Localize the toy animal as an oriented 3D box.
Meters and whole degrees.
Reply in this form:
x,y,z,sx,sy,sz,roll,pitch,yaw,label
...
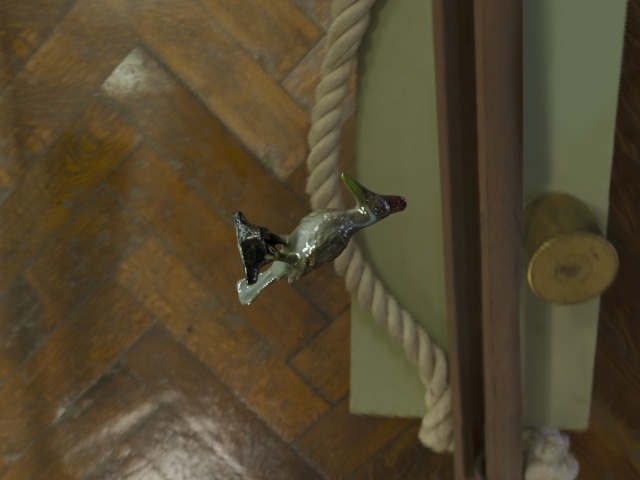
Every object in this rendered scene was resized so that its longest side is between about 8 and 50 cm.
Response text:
x,y,z,sx,sy,sz,roll,pitch,yaw,label
-0.008,-0.003,1.082,0.202,0.070,0.105,-26,142,5,toy animal
